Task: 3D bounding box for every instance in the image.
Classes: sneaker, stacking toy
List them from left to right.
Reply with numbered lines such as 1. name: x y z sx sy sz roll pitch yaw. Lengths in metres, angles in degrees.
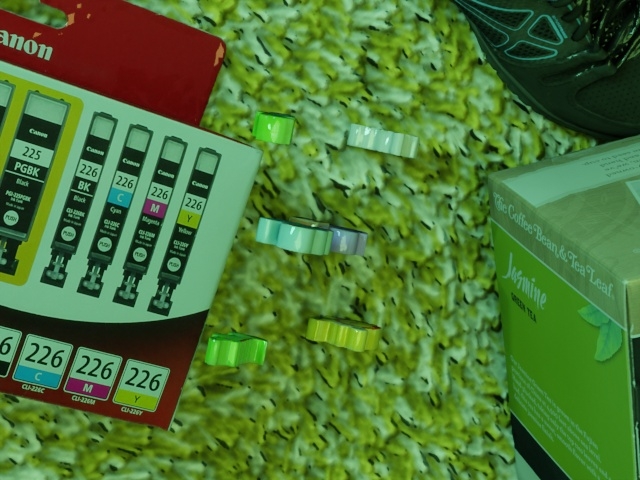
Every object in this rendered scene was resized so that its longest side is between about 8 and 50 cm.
1. stacking toy: 0.000 0.000 0.957 0.052 0.221 0.167 13 96 24
2. sneaker: 0.168 -0.175 0.996 0.341 0.139 0.125 31 87 -18

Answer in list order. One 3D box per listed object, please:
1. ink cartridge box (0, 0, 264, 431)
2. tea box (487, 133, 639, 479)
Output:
1. ink cartridge box: -0.212 -0.050 0.895 0.309 0.130 0.272 17 93 -28
2. tea box: 0.325 0.089 1.005 0.329 0.220 0.323 -14 115 -13
